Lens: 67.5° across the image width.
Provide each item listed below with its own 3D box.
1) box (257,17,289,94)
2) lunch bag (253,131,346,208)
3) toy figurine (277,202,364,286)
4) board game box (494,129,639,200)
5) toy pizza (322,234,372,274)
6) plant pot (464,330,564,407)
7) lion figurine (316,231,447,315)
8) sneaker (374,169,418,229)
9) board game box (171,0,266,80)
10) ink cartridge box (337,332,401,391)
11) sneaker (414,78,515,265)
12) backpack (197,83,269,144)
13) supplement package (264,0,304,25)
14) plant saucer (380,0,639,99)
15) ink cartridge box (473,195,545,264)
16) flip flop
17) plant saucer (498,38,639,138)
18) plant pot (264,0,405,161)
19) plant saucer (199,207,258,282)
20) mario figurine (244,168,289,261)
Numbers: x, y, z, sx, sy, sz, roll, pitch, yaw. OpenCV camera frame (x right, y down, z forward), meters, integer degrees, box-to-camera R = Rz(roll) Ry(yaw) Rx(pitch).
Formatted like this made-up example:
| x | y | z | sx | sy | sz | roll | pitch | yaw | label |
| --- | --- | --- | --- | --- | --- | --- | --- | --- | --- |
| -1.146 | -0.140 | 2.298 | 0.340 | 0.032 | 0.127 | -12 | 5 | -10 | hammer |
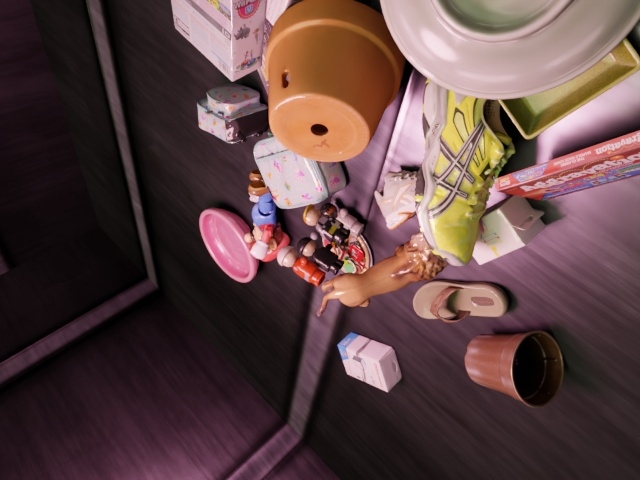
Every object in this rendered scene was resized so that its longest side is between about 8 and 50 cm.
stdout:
| x | y | z | sx | sy | sz | roll | pitch | yaw | label |
| --- | --- | --- | --- | --- | --- | --- | --- | --- | --- |
| -0.095 | -0.468 | 1.207 | 0.183 | 0.056 | 0.230 | -2 | 116 | 52 | box |
| -0.072 | -0.211 | 1.355 | 0.279 | 0.108 | 0.223 | -3 | 116 | 52 | lunch bag |
| 0.000 | 0.000 | 1.319 | 0.148 | 0.213 | 0.209 | 34 | 113 | 15 | toy figurine |
| 0.445 | -0.117 | 0.773 | 0.281 | 0.145 | 0.027 | -18 | 69 | 56 | board game box |
| 0.073 | 0.030 | 1.453 | 0.201 | 0.032 | 0.201 | 31 | 140 | 31 | toy pizza |
| 0.441 | 0.287 | 1.120 | 0.166 | 0.167 | 0.165 | 61 | 155 | -9 | plant pot |
| 0.150 | 0.085 | 1.164 | 0.142 | 0.392 | 0.240 | 56 | -179 | 6 | lion figurine |
| 0.205 | -0.124 | 1.104 | 0.121 | 0.099 | 0.262 | 57 | 146 | 6 | sneaker |
| -0.212 | -0.517 | 0.964 | 0.224 | 0.098 | 0.303 | 45 | 154 | 16 | board game box |
| 0.165 | 0.409 | 1.626 | 0.191 | 0.082 | 0.139 | 11 | 127 | 48 | ink cartridge box |
| 0.273 | -0.134 | 0.894 | 0.147 | 0.145 | 0.383 | 8 | 107 | 41 | sneaker |
| -0.267 | -0.376 | 1.402 | 0.189 | 0.166 | 0.144 | 22 | 132 | 34 | backpack |
| -0.091 | -0.612 | 0.969 | 0.293 | 0.175 | 0.177 | 51 | 148 | 7 | supplement package |
| 0.260 | -0.395 | 0.667 | 0.401 | 0.100 | 0.399 | 12 | 119 | 22 | plant saucer |
| 0.372 | -0.028 | 0.979 | 0.089 | 0.092 | 0.143 | 54 | 145 | 2 | ink cartridge box |
| 0.334 | 0.162 | 1.200 | 0.277 | 0.080 | 0.112 | -8 | 113 | 53 | flip flop |
| 0.364 | -0.292 | 0.763 | 0.188 | 0.045 | 0.188 | -35 | 90 | 37 | plant saucer |
| 0.016 | -0.298 | 0.967 | 0.291 | 0.203 | 0.290 | 9 | 153 | 4 | plant pot |
| -0.353 | 0.009 | 1.919 | 0.332 | 0.084 | 0.331 | 31 | 140 | 31 | plant saucer |
| -0.209 | -0.064 | 1.587 | 0.170 | 0.198 | 0.320 | 18 | 129 | 27 | mario figurine |
